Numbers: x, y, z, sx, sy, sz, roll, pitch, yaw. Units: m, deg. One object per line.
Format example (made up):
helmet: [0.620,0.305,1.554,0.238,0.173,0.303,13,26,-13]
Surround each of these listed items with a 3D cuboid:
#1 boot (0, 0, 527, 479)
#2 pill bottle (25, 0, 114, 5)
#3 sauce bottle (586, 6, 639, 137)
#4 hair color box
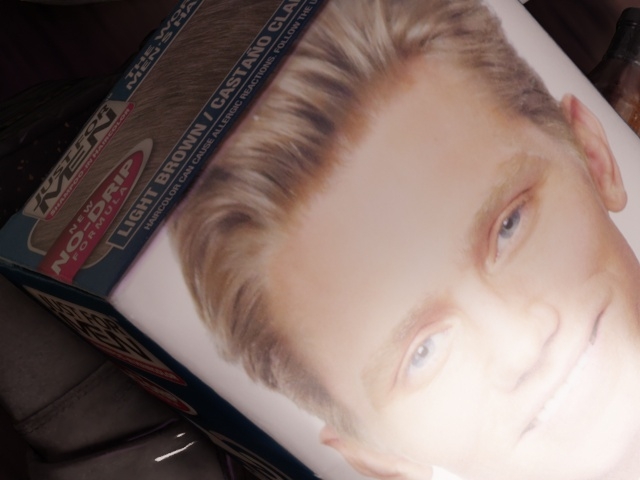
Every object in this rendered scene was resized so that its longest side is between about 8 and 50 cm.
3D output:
boot: [0.000,0.000,0.744,0.338,0.118,0.222,-31,107,-17]
pill bottle: [-0.106,-0.276,0.746,0.176,0.176,0.318,-19,83,-10]
sauce bottle: [0.125,-0.046,0.806,0.042,0.042,0.128,26,75,-2]
hair color box: [0.065,0.046,0.669,0.347,0.105,0.174,42,75,-30]
